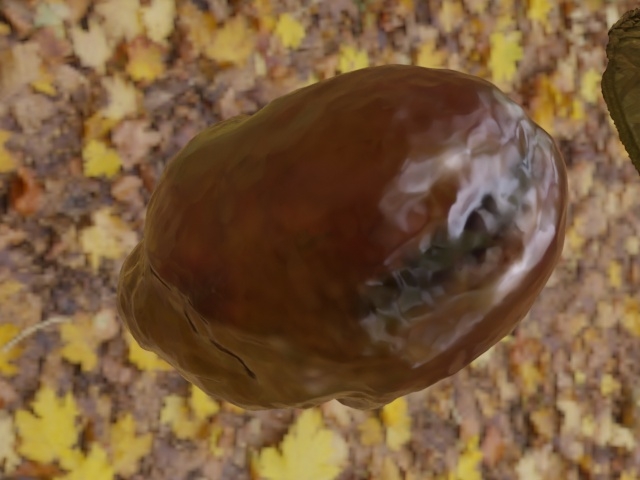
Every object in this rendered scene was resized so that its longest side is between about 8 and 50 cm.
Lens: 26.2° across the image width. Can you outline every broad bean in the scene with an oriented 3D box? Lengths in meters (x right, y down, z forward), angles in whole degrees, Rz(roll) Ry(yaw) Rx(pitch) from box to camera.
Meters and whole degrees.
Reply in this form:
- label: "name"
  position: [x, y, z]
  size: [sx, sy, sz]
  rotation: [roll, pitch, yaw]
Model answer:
- label: "broad bean"
  position: [-0.001, -0.004, 0.570]
  size: [0.122, 0.228, 0.156]
  rotation: [48, 63, -24]

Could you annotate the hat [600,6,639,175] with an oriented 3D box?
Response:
- label: "hat"
  position: [0.148, -0.021, 0.368]
  size: [0.067, 0.146, 0.146]
  rotation: [-38, 130, -6]
